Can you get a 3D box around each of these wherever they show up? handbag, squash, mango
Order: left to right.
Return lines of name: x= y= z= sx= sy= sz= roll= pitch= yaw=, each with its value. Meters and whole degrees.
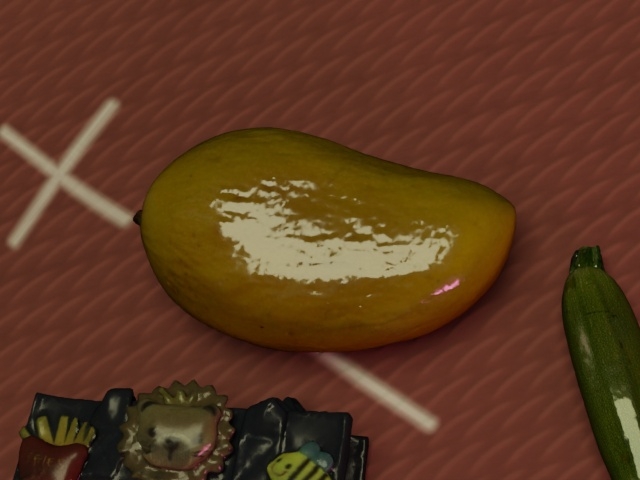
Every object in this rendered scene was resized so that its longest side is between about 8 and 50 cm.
handbag: x=-0.128 y=0.276 z=1.554 sx=0.303 sy=0.122 sz=0.329 roll=3 pitch=67 yaw=16
mango: x=-0.005 y=0.007 z=1.621 sx=0.332 sy=0.142 sz=0.195 roll=15 pitch=77 yaw=17
squash: x=0.248 y=0.113 z=1.553 sx=0.066 sy=0.066 sz=0.252 roll=-18 pitch=64 yaw=7
